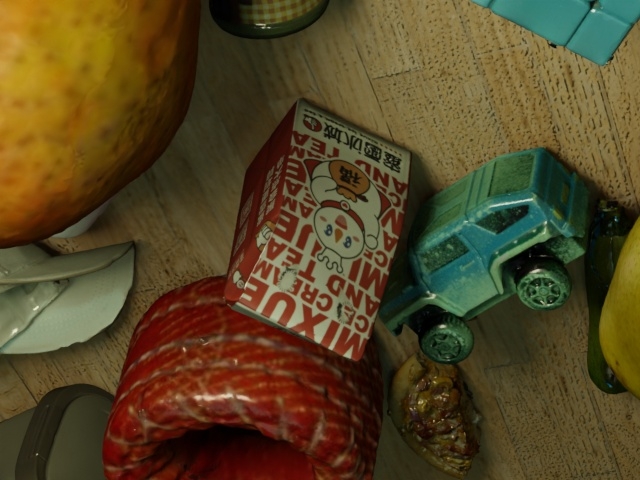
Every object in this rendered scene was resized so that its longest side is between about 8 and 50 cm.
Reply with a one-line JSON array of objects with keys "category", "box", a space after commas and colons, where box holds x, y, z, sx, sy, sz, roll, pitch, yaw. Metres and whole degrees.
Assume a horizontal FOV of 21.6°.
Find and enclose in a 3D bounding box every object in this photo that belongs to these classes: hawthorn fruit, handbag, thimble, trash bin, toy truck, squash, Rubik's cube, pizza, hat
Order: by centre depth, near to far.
[{"category": "hawthorn fruit", "box": [-0.310, -0.244, 1.610, 0.471, 0.472, 0.472, 3, 133, 3]}, {"category": "Rubik's cube", "box": [0.266, -0.315, 1.624, 0.265, 0.224, 0.213, 25, 129, -9]}, {"category": "handbag", "box": [0.000, 0.000, 1.888, 0.171, 0.298, 0.151, 24, 130, -17]}, {"category": "toy truck", "box": [0.191, 0.016, 1.989, 0.279, 0.155, 0.156, -32, 112, 31]}, {"category": "squash", "box": [0.366, 0.071, 2.065, 0.087, 0.087, 0.331, -3, 131, 9]}, {"category": "hat", "box": [-0.380, 0.032, 2.087, 0.301, 0.168, 0.258, -13, 158, -13]}, {"category": "thimble", "box": [-0.095, 0.223, 2.158, 0.350, 0.231, 0.350, 4, 135, 4]}, {"category": "pizza", "box": [0.154, 0.241, 2.261, 0.127, 0.058, 0.246, -2, 135, 7]}, {"category": "trash bin", "box": [-0.384, 0.342, 2.323, 0.250, 0.220, 0.219, -19, 128, 31]}]

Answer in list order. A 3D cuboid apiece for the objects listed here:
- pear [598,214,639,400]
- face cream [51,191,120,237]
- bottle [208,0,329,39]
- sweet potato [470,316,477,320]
[{"category": "pear", "box": [0.513, 0.055, 1.847, 0.362, 0.362, 0.418, 31, 130, -21]}, {"category": "face cream", "box": [-0.245, -0.134, 1.926, 0.102, 0.102, 0.345, 21, 132, -13]}, {"category": "bottle", "box": [-0.063, -0.341, 1.685, 0.156, 0.143, 0.271, -2, 131, 8]}, {"category": "sweet potato", "box": [0.157, 0.083, 2.130, 0.095, 0.034, 0.034, 28, 130, -15]}]
